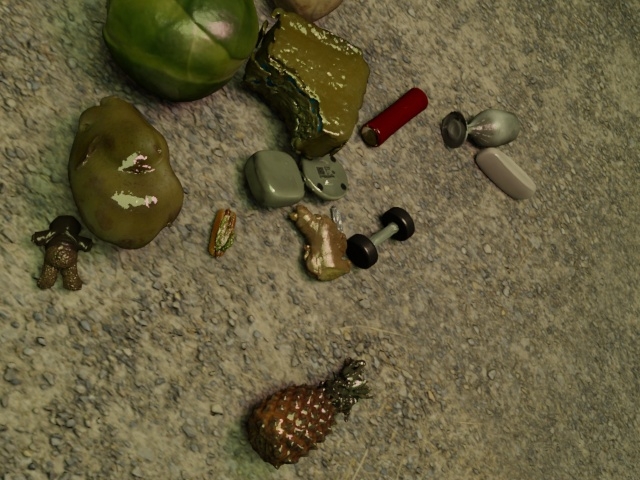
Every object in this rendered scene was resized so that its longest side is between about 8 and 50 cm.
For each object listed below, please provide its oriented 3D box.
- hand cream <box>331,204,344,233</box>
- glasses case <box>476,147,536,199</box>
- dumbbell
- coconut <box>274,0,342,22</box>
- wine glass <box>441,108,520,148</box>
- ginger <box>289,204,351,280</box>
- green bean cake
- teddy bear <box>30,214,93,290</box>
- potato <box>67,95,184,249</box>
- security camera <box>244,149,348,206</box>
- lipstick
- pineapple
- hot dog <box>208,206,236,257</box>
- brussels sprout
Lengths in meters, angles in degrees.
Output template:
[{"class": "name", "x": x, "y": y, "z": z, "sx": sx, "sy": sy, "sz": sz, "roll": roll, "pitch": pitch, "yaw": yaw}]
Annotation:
[{"class": "hand cream", "x": 0.046, "y": -0.051, "z": 1.540, "sx": 0.030, "sy": 0.019, "sz": 0.093, "roll": -13, "pitch": 90, "yaw": -28}, {"class": "glasses case", "x": 0.602, "y": -0.214, "z": 1.826, "sx": 0.233, "sy": 0.092, "sz": 0.059, "roll": 38, "pitch": 61, "yaw": -17}, {"class": "dumbbell", "x": 0.164, "y": -0.008, "z": 1.549, "sx": 0.191, "sy": 0.100, "sz": 0.100, "roll": -34, "pitch": 98, "yaw": -28}, {"class": "coconut", "x": -0.027, "y": -0.696, "z": 1.509, "sx": 0.224, "sy": 0.224, "sz": 0.224, "roll": 5, "pitch": 79, "yaw": -28}, {"class": "wine glass", "x": 0.510, "y": -0.354, "z": 1.782, "sx": 0.241, "sy": 0.126, "sz": 0.126, "roll": -9, "pitch": 86, "yaw": -26}, {"class": "ginger", "x": 0.004, "y": 0.000, "z": 1.480, "sx": 0.137, "sy": 0.074, "sz": 0.213, "roll": -16, "pitch": 83, "yaw": -29}, {"class": "green bean cake", "x": -0.056, "y": -0.377, "z": 1.429, "sx": 0.310, "sy": 0.202, "sz": 0.285, "roll": 27, "pitch": 67, "yaw": -19}, {"class": "teddy bear", "x": -0.540, "y": 0.023, "z": 1.175, "sx": 0.119, "sy": 0.078, "sz": 0.160, "roll": 6, "pitch": 80, "yaw": -24}, {"class": "potato", "x": -0.423, "y": -0.150, "z": 1.208, "sx": 0.218, "sy": 0.202, "sz": 0.351, "roll": -15, "pitch": 75, "yaw": -18}, {"class": "security camera", "x": -0.056, "y": -0.162, "z": 1.473, "sx": 0.301, "sy": 0.080, "sz": 0.157, "roll": -7, "pitch": 69, "yaw": -40}, {"class": "lipstick", "x": 0.219, "y": -0.362, "z": 1.651, "sx": 0.241, "sy": 0.080, "sz": 0.080, "roll": -41, "pitch": 101, "yaw": -28}, {"class": "pineapple", "x": -0.009, "y": 0.397, "z": 1.364, "sx": 0.361, "sy": 0.175, "sz": 0.175, "roll": -28, "pitch": 95, "yaw": -38}, {"class": "hot dog", "x": -0.235, "y": -0.018, "z": 1.367, "sx": 0.056, "sy": 0.041, "sz": 0.133, "roll": 19, "pitch": 73, "yaw": -24}, {"class": "brussels sprout", "x": -0.301, "y": -0.495, "z": 1.291, "sx": 0.315, "sy": 0.276, "sz": 0.371, "roll": 26, "pitch": 63, "yaw": -9}]
